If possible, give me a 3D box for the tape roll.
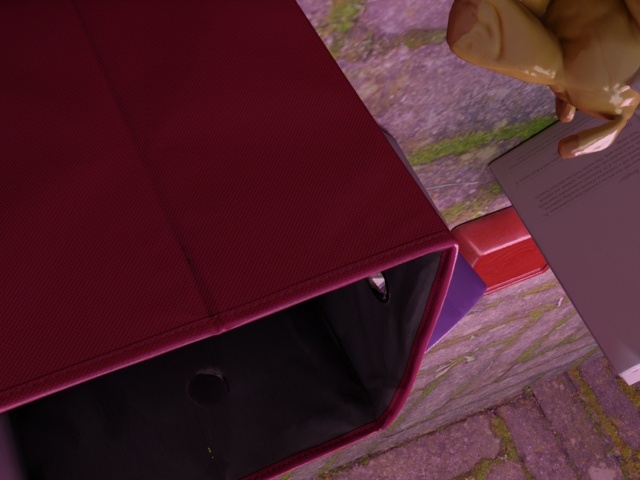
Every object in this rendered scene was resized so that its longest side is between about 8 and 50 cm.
[{"bbox_3d":[0.081,0.112,1.043,0.275,0.090,0.275,-40,176,-3],"label":"tape roll"}]

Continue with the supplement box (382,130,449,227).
[{"bbox_3d":[0.000,0.000,0.789,0.220,0.111,0.114,-32,174,13],"label":"supplement box"}]

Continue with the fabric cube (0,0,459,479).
[{"bbox_3d":[-0.105,0.011,0.511,0.259,0.258,0.254,-19,149,-17],"label":"fabric cube"}]

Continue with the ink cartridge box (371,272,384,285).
[{"bbox_3d":[0.014,0.029,0.971,0.171,0.056,0.235,0,147,-46],"label":"ink cartridge box"}]

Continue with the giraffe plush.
[{"bbox_3d":[0.208,-0.172,0.639,0.181,0.210,0.170,-38,-176,17],"label":"giraffe plush"}]

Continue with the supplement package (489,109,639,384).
[{"bbox_3d":[0.365,0.003,0.977,0.177,0.293,0.175,-31,156,13],"label":"supplement package"}]

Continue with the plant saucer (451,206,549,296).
[{"bbox_3d":[0.293,0.020,1.257,0.258,0.048,0.259,-19,157,-17],"label":"plant saucer"}]
